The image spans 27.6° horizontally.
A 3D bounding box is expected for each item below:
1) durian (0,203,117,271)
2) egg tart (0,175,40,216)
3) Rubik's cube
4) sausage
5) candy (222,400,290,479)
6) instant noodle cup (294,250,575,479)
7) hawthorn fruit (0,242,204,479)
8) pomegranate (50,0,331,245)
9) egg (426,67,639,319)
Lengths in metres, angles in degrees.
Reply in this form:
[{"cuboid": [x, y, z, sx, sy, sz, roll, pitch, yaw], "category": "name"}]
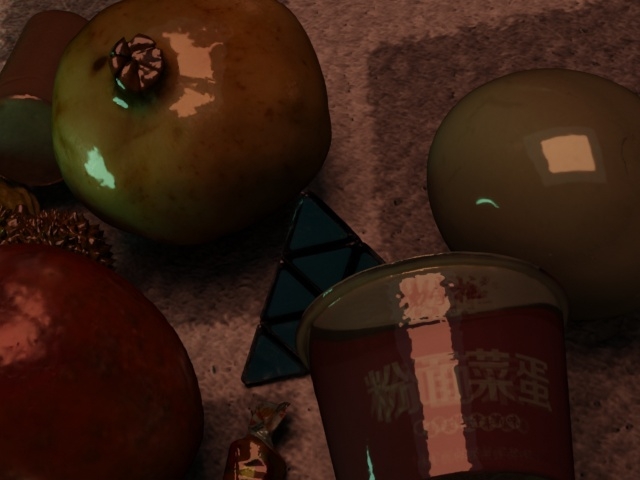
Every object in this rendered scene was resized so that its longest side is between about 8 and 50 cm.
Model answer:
[{"cuboid": [-0.281, 0.037, 1.299, 0.158, 0.168, 0.137, -12, 17, -22], "category": "durian"}, {"cuboid": [-0.447, 0.000, 1.408, 0.294, 0.123, 0.294, -7, 46, 8], "category": "egg tart"}, {"cuboid": [0.000, 0.000, 1.238, 0.211, 0.178, 0.190, -14, 42, 2], "category": "Rubik's cube"}, {"cuboid": [-0.312, -0.174, 1.507, 0.123, 0.123, 0.253, -9, 34, 9], "category": "sausage"}, {"cuboid": [-0.063, 0.210, 1.144, 0.053, 0.046, 0.182, 1, 50, 21], "category": "candy"}, {"cuboid": [0.102, 0.142, 1.046, 0.235, 0.235, 0.178, -11, 55, 6], "category": "instant noodle cup"}, {"cuboid": [-0.250, 0.137, 1.131, 0.284, 0.284, 0.284, -9, 46, 9], "category": "hawthorn fruit"}, {"cuboid": [-0.133, -0.130, 1.342, 0.307, 0.307, 0.307, -9, 46, 9], "category": "pomegranate"}, {"cuboid": [0.218, -0.044, 1.180, 0.269, 0.219, 0.219, 31, 62, 31], "category": "egg"}]
